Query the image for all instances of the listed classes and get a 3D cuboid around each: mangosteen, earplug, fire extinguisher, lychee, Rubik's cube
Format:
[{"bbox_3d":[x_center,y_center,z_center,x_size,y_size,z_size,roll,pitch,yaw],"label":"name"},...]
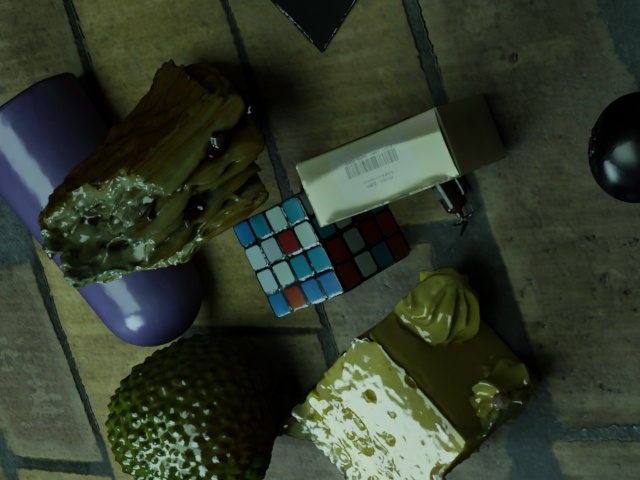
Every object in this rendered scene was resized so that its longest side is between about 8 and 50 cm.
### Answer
[{"bbox_3d":[0.384,-0.104,1.611,0.151,0.137,0.137,13,125,-1],"label":"mangosteen"},{"bbox_3d":[-0.356,-0.033,2.249,0.456,0.215,0.215,54,136,1],"label":"earplug"},{"bbox_3d":[0.161,-0.091,1.875,0.049,0.035,0.173,-32,88,8],"label":"fire extinguisher"},{"bbox_3d":[-0.172,0.276,2.195,0.270,0.320,0.269,35,132,51],"label":"lychee"},{"bbox_3d":[0.000,0.000,1.972,0.154,0.155,0.151,-24,94,45],"label":"Rubik's cube"}]

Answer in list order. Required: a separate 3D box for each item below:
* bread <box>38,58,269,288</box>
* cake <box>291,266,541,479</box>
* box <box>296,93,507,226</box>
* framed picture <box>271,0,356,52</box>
[{"bbox_3d":[-0.228,-0.069,2.001,0.191,0.370,0.314,42,-177,-26],"label":"bread"},{"bbox_3d":[0.146,0.196,1.896,0.227,0.222,0.286,47,134,11],"label":"cake"},{"bbox_3d":[0.104,-0.101,1.781,0.212,0.168,0.095,-20,93,30],"label":"box"},{"bbox_3d":[-0.008,-0.449,1.850,0.255,0.014,0.338,47,135,11],"label":"framed picture"}]
